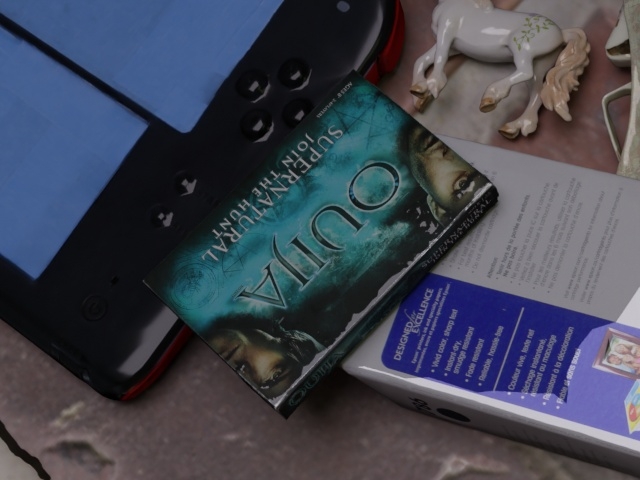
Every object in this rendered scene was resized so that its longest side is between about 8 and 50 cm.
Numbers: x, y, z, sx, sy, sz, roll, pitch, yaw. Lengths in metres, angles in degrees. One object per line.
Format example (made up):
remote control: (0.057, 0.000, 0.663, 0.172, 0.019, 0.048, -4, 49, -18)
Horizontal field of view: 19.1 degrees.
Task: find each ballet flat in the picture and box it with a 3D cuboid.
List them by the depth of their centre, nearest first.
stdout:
ballet flat: (0.199, -0.105, 1.183, 0.052, 0.057, 0.168, -9, 65, 25)

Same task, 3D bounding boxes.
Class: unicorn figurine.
unicorn figurine: (0.100, -0.134, 1.230, 0.162, 0.060, 0.111, 23, 75, 8)

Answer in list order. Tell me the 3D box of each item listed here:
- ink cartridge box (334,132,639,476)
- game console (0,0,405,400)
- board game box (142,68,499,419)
ink cartridge box: (0.154, 0.042, 1.129, 0.332, 0.065, 0.165, 16, 74, 22)
game console: (-0.165, -0.122, 1.303, 0.386, 0.060, 0.342, 34, 81, 27)
board game box: (0.000, 0.000, 1.145, 0.186, 0.026, 0.126, -46, 62, -5)
